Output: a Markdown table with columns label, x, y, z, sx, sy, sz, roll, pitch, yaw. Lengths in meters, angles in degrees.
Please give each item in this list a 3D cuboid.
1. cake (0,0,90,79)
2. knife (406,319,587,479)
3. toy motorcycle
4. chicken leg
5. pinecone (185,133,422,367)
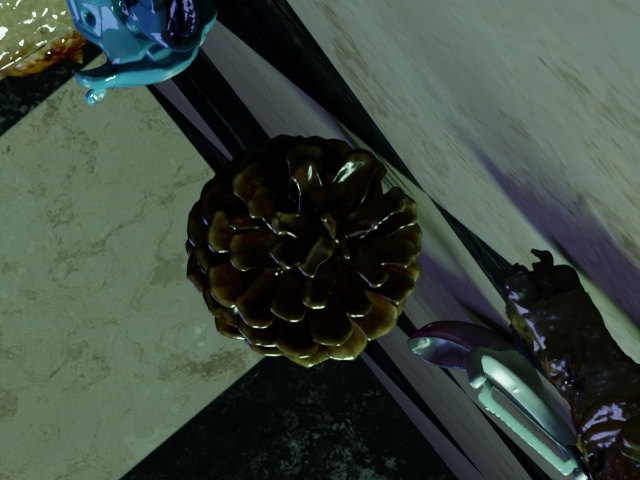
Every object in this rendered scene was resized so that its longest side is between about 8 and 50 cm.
| label | x | y | z | sx | sy | sz | roll | pitch | yaw |
| --- | --- | --- | --- | --- | --- | --- | --- | --- | --- |
| cake | -0.312 | -0.267 | 1.893 | 0.293 | 0.196 | 0.199 | 53 | 174 | -24 |
| knife | 0.125 | 0.098 | 1.447 | 0.123 | 0.053 | 0.278 | 46 | 178 | -14 |
| toy motorcycle | -0.174 | -0.213 | 1.503 | 0.272 | 0.124 | 0.182 | 46 | 154 | 25 |
| chicken leg | 0.151 | 0.089 | 0.931 | 0.125 | 0.080 | 0.196 | 64 | 177 | -30 |
| pinecone | -0.004 | 0.003 | 1.336 | 0.163 | 0.163 | 0.165 | 50 | 163 | -5 |
